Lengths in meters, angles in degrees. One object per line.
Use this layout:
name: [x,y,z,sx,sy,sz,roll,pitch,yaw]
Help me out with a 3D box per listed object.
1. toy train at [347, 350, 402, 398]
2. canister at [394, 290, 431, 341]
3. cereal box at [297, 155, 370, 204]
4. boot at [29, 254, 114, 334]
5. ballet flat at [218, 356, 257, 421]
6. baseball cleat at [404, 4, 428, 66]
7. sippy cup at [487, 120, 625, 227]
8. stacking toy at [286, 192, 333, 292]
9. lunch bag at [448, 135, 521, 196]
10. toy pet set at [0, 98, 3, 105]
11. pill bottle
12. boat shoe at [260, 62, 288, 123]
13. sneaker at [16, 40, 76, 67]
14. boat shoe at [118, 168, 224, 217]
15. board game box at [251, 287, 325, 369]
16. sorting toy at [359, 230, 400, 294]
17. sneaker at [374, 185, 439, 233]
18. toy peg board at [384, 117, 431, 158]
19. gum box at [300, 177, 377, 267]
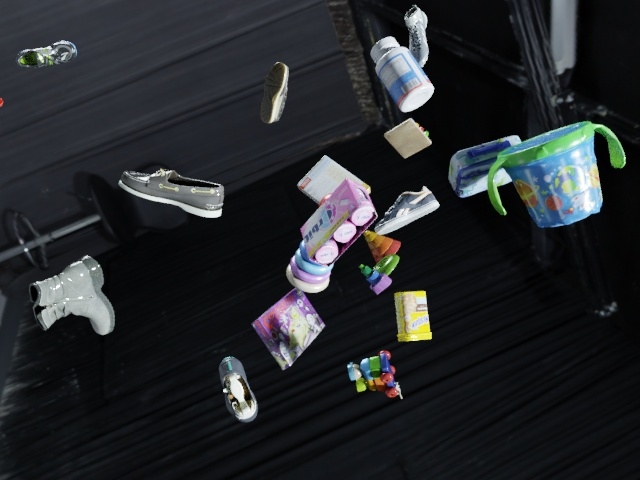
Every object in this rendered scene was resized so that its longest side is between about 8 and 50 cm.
toy train: [0.185,0.482,1.657,0.105,0.144,0.248,-89,164,-49]
canister: [0.326,0.267,1.751,0.073,0.126,0.169,-21,-109,57]
cereal box: [0.051,-0.206,1.940,0.240,0.173,0.047,39,-10,22]
boot: [-0.591,0.161,1.166,0.084,0.161,0.246,25,-49,26]
ballet flat: [-0.191,0.369,1.163,0.074,0.074,0.203,-121,-163,-63]
baseball cleat: [0.317,-0.693,1.667,0.109,0.072,0.205,20,66,-51]
sippy cup: [0.614,-0.162,1.286,0.240,0.306,0.223,-33,102,-50]
stacking toy: [0.000,0.000,1.496,0.141,0.141,0.330,-118,-143,-43]
lunch bag: [0.503,-0.224,1.495,0.176,0.219,0.090,74,0,-63]
toy pet set: [-0.620,-0.237,0.833,0.114,0.122,0.065,55,-37,14]
pill bottle: [0.253,-0.533,1.571,0.221,0.124,0.124,62,-5,14]
boat shoe: [-0.110,-0.369,1.238,0.056,0.049,0.152,36,-60,22]
sneaker: [-0.870,-0.583,1.569,0.078,0.188,0.067,-109,-172,-51]
boat shoe: [-0.312,-0.114,1.040,0.081,0.228,0.068,-63,170,-70]
board game box: [-0.114,0.327,1.913,0.208,0.056,0.347,52,27,1]
sorting toy: [0.183,0.054,1.679,0.126,0.127,0.365,43,23,-6]
sneaker: [0.384,-0.141,2.314,0.127,0.321,0.126,64,-2,14]
toy peg board: [0.415,-0.496,2.319,0.161,0.161,0.079,42,47,-23]
gum box: [0.042,-0.043,1.126,0.062,0.188,0.107,23,32,-33]
